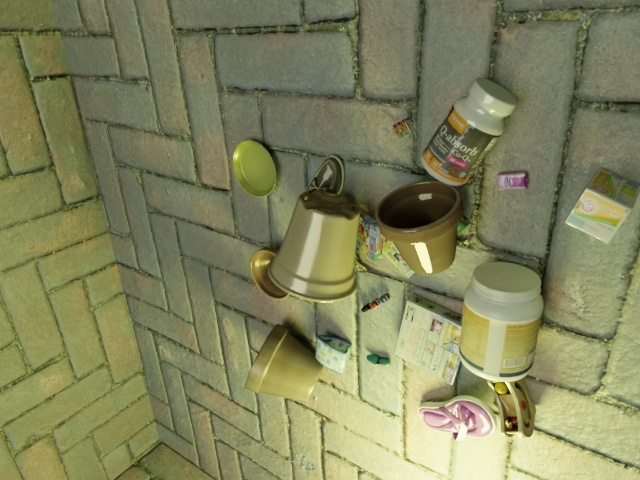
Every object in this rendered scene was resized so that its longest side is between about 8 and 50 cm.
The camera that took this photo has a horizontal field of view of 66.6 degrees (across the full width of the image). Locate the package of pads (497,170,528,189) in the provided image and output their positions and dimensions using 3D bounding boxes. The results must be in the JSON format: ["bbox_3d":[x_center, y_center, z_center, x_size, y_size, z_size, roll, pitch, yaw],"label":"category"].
[{"bbox_3d":[0.562,-0.175,1.426,0.083,0.032,0.050,2,115,38],"label":"package of pads"}]

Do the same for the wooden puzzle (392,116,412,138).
[{"bbox_3d":[0.266,-0.363,1.585,0.083,0.006,0.049,-22,97,43],"label":"wooden puzzle"}]

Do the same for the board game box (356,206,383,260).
[{"bbox_3d":[0.158,-0.032,1.756,0.201,0.035,0.136,-136,40,-53],"label":"board game box"}]

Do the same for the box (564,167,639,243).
[{"bbox_3d":[0.714,-0.092,1.227,0.114,0.203,0.103,32,128,22],"label":"box"}]

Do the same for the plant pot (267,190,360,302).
[{"bbox_3d":[0.000,0.000,1.738,0.334,0.334,0.305,26,118,27],"label":"plant pot"}]

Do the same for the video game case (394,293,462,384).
[{"bbox_3d":[0.413,0.362,1.792,0.244,0.061,0.269,25,125,29],"label":"video game case"}]

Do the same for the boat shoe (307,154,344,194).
[{"bbox_3d":[0.003,-0.176,1.830,0.109,0.091,0.305,35,129,19],"label":"boat shoe"}]

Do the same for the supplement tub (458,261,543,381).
[{"bbox_3d":[0.556,0.248,1.508,0.228,0.228,0.316,15,120,33],"label":"supplement tub"}]

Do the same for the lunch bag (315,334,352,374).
[{"bbox_3d":[0.051,0.488,2.119,0.151,0.096,0.128,16,120,19],"label":"lunch bag"}]

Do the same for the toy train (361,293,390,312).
[{"bbox_3d":[0.214,0.248,1.910,0.158,0.036,0.027,-37,87,43],"label":"toy train"}]

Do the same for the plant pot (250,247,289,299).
[{"bbox_3d":[-0.185,0.130,2.121,0.237,0.110,0.237,17,121,32],"label":"plant pot"}]

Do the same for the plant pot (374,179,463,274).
[{"bbox_3d":[0.321,-0.024,1.512,0.263,0.263,0.229,7,134,36],"label":"plant pot"}]

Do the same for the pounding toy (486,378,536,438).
[{"bbox_3d":[0.630,0.581,1.664,0.155,0.154,0.269,-21,97,43],"label":"pounding toy"}]

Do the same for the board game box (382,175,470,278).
[{"bbox_3d":[0.328,-0.037,1.673,0.213,0.046,0.317,47,132,9],"label":"board game box"}]

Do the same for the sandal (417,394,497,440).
[{"bbox_3d":[0.489,0.675,1.796,0.169,0.102,0.416,53,150,5],"label":"sandal"}]

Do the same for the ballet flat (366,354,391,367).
[{"bbox_3d":[0.242,0.503,2.017,0.114,0.041,0.041,7,115,38],"label":"ballet flat"}]

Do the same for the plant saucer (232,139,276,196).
[{"bbox_3d":[-0.266,-0.300,2.021,0.241,0.037,0.241,18,123,31],"label":"plant saucer"}]

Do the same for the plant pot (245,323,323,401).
[{"bbox_3d":[-0.143,0.582,2.208,0.280,0.323,0.323,25,126,8],"label":"plant pot"}]

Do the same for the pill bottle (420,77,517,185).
[{"bbox_3d":[0.419,-0.306,1.387,0.162,0.162,0.278,41,131,15],"label":"pill bottle"}]
